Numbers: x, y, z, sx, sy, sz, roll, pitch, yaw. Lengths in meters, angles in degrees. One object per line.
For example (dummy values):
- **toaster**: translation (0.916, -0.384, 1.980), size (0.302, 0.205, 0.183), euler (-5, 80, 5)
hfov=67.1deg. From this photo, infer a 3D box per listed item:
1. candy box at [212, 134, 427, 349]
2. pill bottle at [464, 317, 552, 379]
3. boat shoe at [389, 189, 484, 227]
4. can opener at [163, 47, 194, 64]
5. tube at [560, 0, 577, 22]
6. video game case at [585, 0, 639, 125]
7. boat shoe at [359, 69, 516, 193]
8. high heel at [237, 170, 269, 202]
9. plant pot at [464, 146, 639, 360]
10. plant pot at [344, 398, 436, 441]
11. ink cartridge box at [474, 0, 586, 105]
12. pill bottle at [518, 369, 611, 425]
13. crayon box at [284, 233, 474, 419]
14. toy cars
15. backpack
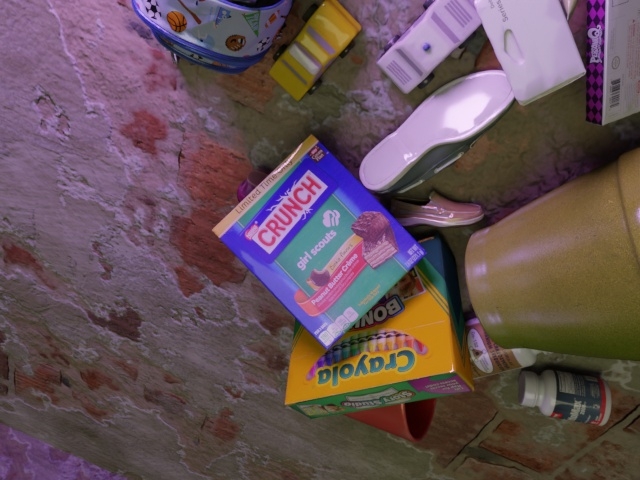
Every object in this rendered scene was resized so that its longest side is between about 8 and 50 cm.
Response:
- **candy box**: translation (0.000, 0.000, 0.947), size (0.268, 0.122, 0.317), euler (-44, 87, 1)
- **pill bottle**: translation (0.409, 0.222, 1.074), size (0.229, 0.131, 0.131), euler (-25, 113, 28)
- **boat shoe**: translation (0.234, -0.067, 0.982), size (0.189, 0.068, 0.072), euler (-2, 110, 18)
- **can opener**: translation (-0.274, -0.468, 0.880), size (0.095, 0.076, 0.284), euler (-12, 123, -14)
- **tube**: translation (0.357, -0.427, 0.668), size (0.069, 0.062, 0.241), euler (-6, 106, -23)
- **video game case**: translation (0.482, -0.311, 0.697), size (0.210, 0.042, 0.232), euler (-22, 119, -9)
- **boat shoe**: translation (0.221, -0.191, 0.903), size (0.319, 0.116, 0.099), euler (-35, 151, 25)
- **high heel**: translation (-0.070, -0.066, 1.077), size (0.243, 0.082, 0.117), euler (22, 153, -12)
- **plant pot**: translation (0.462, 0.049, 0.842), size (0.352, 0.367, 0.367), euler (-19, 116, 39)
- **plant pot**: translation (0.131, 0.316, 1.154), size (0.242, 0.275, 0.275), euler (1, 123, 28)
- **ink cartridge box**: translation (0.297, -0.315, 0.702), size (0.092, 0.219, 0.160), euler (-23, 114, 29)
- **pill bottle**: translation (0.567, 0.363, 1.135), size (0.179, 0.108, 0.108), euler (7, 124, 13)
- **crayon box**: translation (0.112, 0.183, 1.018), size (0.362, 0.313, 0.106), euler (-21, 132, 27)
- **toy cars**: translation (0.080, -0.331, 0.838), size (0.392, 0.087, 0.177), euler (1, 123, 16)
- **backpack**: translation (-0.164, -0.391, 0.746), size (0.276, 0.264, 0.213), euler (18, 133, -9)
